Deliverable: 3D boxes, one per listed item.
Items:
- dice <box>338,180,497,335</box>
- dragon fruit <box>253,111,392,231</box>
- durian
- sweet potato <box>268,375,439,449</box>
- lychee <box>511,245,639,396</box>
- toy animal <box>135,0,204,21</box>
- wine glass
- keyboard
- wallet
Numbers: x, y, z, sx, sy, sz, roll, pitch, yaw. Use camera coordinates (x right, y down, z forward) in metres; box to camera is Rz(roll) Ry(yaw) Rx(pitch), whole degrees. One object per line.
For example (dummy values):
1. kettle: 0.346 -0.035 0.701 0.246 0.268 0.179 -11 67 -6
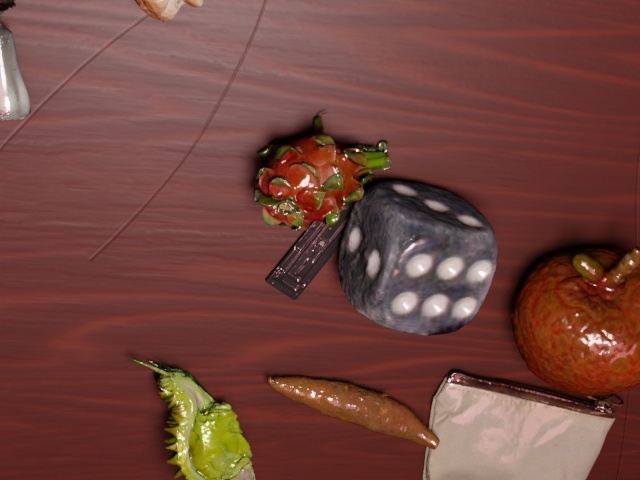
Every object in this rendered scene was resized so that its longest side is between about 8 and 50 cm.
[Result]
1. dice: 0.141 0.025 1.725 0.182 0.183 0.181 6 116 -24
2. dragon fruit: 0.005 -0.104 1.681 0.236 0.135 0.137 -34 120 -20
3. durian: -0.183 0.319 1.835 0.132 0.106 0.375 -29 121 -5
4. sweet potato: 0.058 0.265 1.889 0.314 0.066 0.072 24 100 -19
5. lychee: 0.429 0.122 1.810 0.255 0.255 0.300 -12 148 -8
6. toy animal: -0.230 -0.377 1.495 0.184 0.104 0.185 -3 124 -32
7. wine glass: -0.427 -0.241 1.542 0.072 0.072 0.155 -6 114 -10
8. keyboard: 0.000 0.000 1.782 0.061 0.013 0.204 33 103 -24
9. wallet: 0.333 0.351 1.996 0.335 0.068 0.275 12 107 -11
